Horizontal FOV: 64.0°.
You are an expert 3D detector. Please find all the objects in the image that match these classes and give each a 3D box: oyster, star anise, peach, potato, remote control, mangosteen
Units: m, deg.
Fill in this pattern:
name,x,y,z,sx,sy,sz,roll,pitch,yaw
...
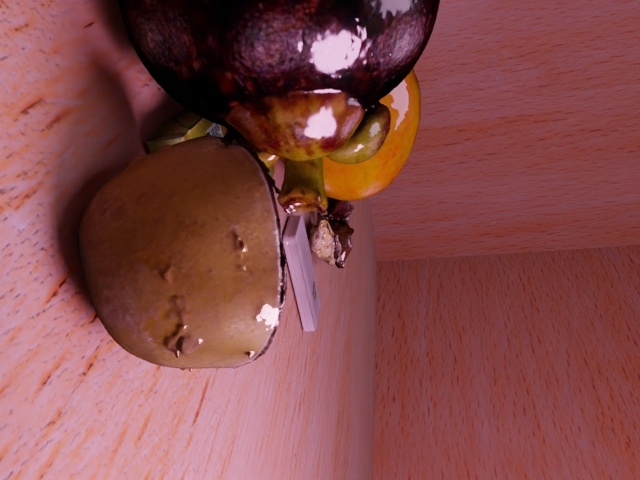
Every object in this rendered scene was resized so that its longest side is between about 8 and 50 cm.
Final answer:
name,x,y,z,sx,sy,sz,roll,pitch,yaw
oyster,0.002,0.008,1.257,0.209,0.072,0.132,-157,-125,-79
star anise,0.041,-0.067,1.377,0.288,0.088,0.288,175,-90,-83
peach,0.045,-0.228,0.978,0.332,0.308,0.307,89,4,-48
potato,-0.124,0.007,0.399,0.117,0.182,0.202,-3,79,-37
remote control,-0.036,0.073,1.084,0.103,0.034,0.250,-79,162,-55
mangosteen,-0.029,-0.218,0.500,0.313,0.297,0.296,60,27,-54

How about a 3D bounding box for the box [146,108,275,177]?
name,x,y,z,sx,sy,sz,roll,pitch,yaw
box,-0.121,-0.102,0.658,0.311,0.043,0.172,-78,161,-58
